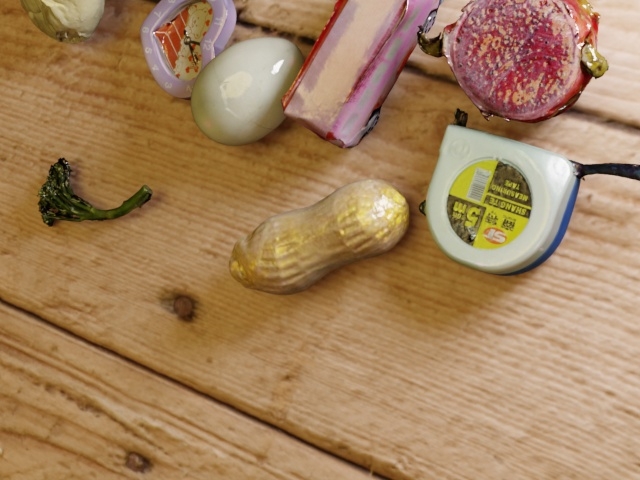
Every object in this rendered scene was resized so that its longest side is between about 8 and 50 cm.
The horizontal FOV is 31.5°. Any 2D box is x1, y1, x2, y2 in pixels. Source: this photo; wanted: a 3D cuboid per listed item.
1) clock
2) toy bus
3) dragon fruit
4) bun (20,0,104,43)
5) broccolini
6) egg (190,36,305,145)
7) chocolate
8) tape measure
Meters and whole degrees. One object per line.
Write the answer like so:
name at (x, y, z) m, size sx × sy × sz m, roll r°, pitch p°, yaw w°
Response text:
clock at (-0.226, -0.341, 1.934) m, size 0.172 × 0.064 × 0.198 m, roll 16°, pitch 95°, yaw 28°
toy bus at (0.065, -0.290, 1.731) m, size 0.127 × 0.147 × 0.303 m, roll 34°, pitch 104°, yaw 15°
dragon fruit at (0.290, -0.275, 1.624) m, size 0.282 × 0.147 × 0.211 m, roll 13°, pitch 103°, yaw 31°
bun at (-0.463, -0.459, 1.997) m, size 0.220 × 0.134 × 0.221 m, roll 11°, pitch 103°, yaw 57°
broccolini at (-0.402, -0.094, 2.016) m, size 0.271 × 0.062 × 0.123 m, roll -5°, pitch 100°, yaw 33°
egg at (-0.114, -0.242, 1.820) m, size 0.209 × 0.151 × 0.151 m, roll -37°, pitch 71°, yaw 20°
chocolate at (0.000, 0.000, 1.761) m, size 0.309 × 0.134 × 0.134 m, roll -22°, pitch 77°, yaw 21°
tape measure at (0.315, -0.040, 1.606) m, size 0.351 × 0.098 × 0.215 m, roll 20°, pitch 95°, yaw 31°
